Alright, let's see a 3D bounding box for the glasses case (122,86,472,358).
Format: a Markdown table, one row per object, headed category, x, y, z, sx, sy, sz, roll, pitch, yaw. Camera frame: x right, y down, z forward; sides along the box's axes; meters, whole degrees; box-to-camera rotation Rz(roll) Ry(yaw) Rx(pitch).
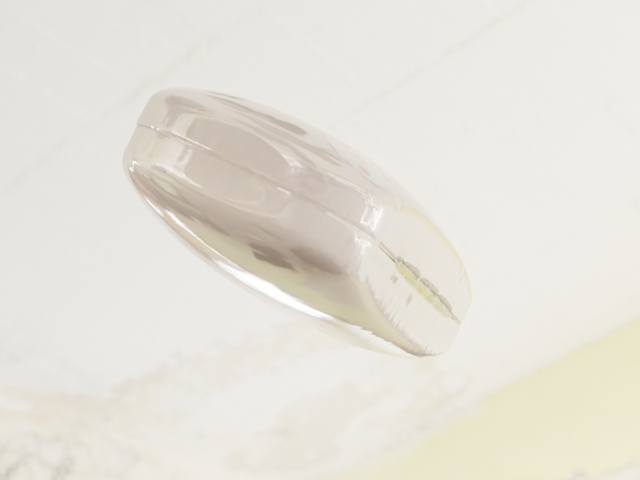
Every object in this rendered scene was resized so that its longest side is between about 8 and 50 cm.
| category | x | y | z | sx | sy | sz | roll | pitch | yaw |
| --- | --- | --- | --- | --- | --- | --- | --- | --- | --- |
| glasses case | 0.000 | 0.000 | 0.689 | 0.113 | 0.075 | 0.297 | 26 | -4 | 17 |
